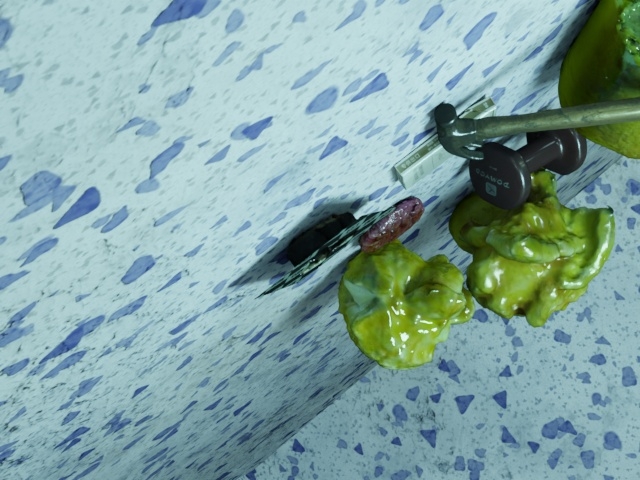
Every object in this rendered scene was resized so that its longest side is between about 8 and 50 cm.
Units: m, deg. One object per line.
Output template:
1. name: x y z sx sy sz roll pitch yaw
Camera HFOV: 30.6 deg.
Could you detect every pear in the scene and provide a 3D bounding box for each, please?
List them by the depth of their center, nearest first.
1. pear: 0.364 -0.041 2.577 0.162 0.149 0.149 -45 166 27

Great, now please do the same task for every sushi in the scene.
1. sushi: 0.000 0.000 1.944 0.231 0.047 0.219 -38 173 18

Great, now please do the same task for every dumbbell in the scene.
1. dumbbell: 0.407 -0.160 2.291 0.225 0.140 0.124 -28 131 -33

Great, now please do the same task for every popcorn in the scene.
1. popcorn: 0.163 0.119 2.338 0.276 0.276 0.225 -39 -175 2
2. popcorn: 0.447 0.029 2.368 0.326 0.290 0.321 -17 -152 15

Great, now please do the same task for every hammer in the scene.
1. hammer: 0.403 -0.192 1.833 0.440 0.044 0.168 -6 162 12

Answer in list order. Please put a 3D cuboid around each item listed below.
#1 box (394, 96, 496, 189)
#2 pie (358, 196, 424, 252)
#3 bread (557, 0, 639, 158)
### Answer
1. box: 0.213 -0.164 1.988 0.198 0.029 0.109 -37 168 0
2. pie: 0.136 -0.029 2.240 0.154 0.036 0.154 -35 167 -9
3. bread: 0.543 -0.286 1.950 0.376 0.251 0.208 113 2 -66
